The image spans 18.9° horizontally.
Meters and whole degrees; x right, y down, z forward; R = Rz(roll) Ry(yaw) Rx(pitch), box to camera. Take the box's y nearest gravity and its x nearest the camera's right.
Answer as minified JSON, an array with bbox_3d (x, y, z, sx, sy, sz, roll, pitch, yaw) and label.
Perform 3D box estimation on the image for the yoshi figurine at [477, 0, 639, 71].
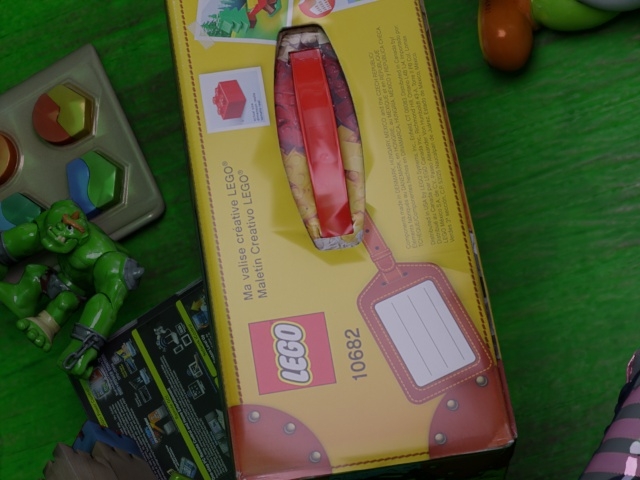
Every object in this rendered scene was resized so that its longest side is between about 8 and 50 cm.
[{"bbox_3d":[0.302,-0.228,1.624,0.362,0.203,0.203,-7,90,16],"label":"yoshi figurine"}]

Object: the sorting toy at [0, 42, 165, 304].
[{"bbox_3d":[-0.269,-0.068,1.863,0.193,0.038,0.208,-29,68,11],"label":"sorting toy"}]

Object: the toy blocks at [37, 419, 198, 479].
[{"bbox_3d":[-0.237,0.313,1.610,0.381,0.191,0.261,-63,24,6],"label":"toy blocks"}]

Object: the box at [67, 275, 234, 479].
[{"bbox_3d":[-0.080,0.171,1.720,0.216,0.060,0.270,-34,67,10],"label":"box"}]

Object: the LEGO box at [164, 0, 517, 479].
[{"bbox_3d":[0.000,0.000,1.519,0.193,0.372,0.500,-8,66,-4],"label":"LEGO box"}]

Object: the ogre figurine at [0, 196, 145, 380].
[{"bbox_3d":[-0.238,0.032,1.773,0.118,0.097,0.197,-47,31,-3],"label":"ogre figurine"}]

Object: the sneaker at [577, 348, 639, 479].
[{"bbox_3d":[0.276,0.165,1.581,0.319,0.112,0.131,-44,45,5],"label":"sneaker"}]
